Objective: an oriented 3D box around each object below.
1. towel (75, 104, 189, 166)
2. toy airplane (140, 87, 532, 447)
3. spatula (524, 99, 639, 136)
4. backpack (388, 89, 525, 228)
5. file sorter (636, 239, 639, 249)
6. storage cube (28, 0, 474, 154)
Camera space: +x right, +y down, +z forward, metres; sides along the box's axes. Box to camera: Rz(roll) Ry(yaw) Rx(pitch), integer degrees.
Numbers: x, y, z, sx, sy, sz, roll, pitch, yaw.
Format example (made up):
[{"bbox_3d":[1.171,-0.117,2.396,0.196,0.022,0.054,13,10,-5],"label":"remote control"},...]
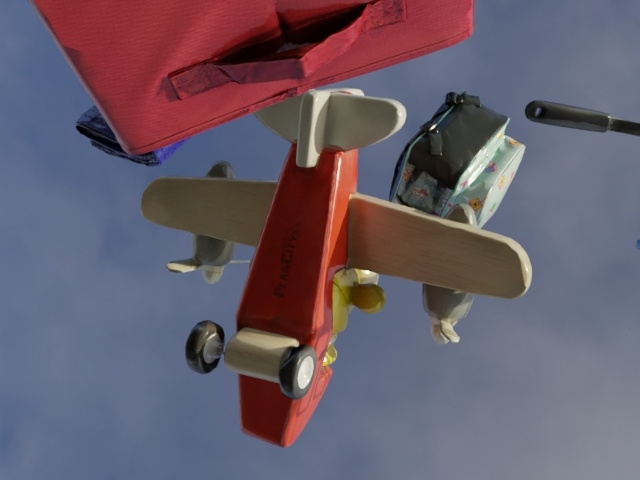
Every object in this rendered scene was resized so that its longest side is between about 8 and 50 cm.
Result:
[{"bbox_3d":[-0.239,-0.248,1.504,0.227,0.076,0.308,22,-121,38],"label":"towel"},{"bbox_3d":[0.000,0.000,1.067,0.384,0.272,0.386,-35,-111,12],"label":"toy airplane"},{"bbox_3d":[0.410,-0.151,1.188,0.296,0.030,0.084,8,-72,-10],"label":"spatula"},{"bbox_3d":[0.170,-0.079,1.170,0.144,0.188,0.166,36,-124,3],"label":"backpack"},{"bbox_3d":[0.465,0.056,1.023,0.118,0.170,0.104,-9,-75,-11],"label":"file sorter"},{"bbox_3d":[-0.052,-0.188,0.382,0.183,0.193,0.215,-19,-118,0],"label":"storage cube"}]
